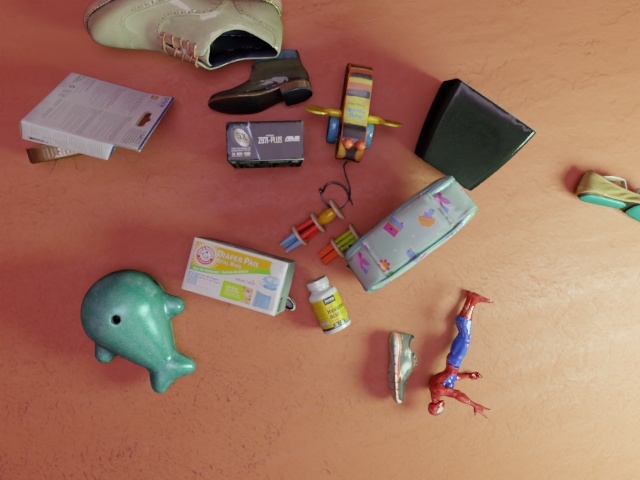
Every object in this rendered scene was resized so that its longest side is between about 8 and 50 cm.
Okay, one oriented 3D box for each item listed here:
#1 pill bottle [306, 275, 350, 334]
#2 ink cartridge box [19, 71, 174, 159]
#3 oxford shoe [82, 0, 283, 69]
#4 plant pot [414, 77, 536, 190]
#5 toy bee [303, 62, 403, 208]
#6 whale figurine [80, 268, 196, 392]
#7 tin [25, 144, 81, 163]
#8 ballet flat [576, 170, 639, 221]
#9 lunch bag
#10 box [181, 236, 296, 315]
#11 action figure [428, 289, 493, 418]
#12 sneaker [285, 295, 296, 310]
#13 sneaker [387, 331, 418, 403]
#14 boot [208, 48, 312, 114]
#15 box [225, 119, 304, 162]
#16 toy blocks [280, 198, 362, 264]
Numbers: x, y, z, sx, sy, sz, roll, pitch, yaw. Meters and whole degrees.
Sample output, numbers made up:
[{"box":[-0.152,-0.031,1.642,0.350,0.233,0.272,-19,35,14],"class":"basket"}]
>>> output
[{"box":[0.014,0.137,1.292,0.065,0.065,0.116,-25,94,-2],"class":"pill bottle"},{"box":[-0.427,-0.241,1.179,0.223,0.223,0.045,14,129,-2],"class":"ink cartridge box"},{"box":[-0.268,-0.418,1.189,0.396,0.140,0.147,-7,67,-3],"class":"oxford shoe"},{"box":[0.297,-0.211,1.246,0.187,0.188,0.167,33,103,-5],"class":"plant pot"},{"box":[0.076,-0.223,1.232,0.195,0.162,0.298,-13,93,-5],"class":"toy bee"},{"box":[-0.373,0.190,1.230,0.216,0.141,0.272,-33,95,-2],"class":"whale figurine"},{"box":[-0.498,-0.190,1.221,0.189,0.106,0.040,-11,100,-3],"class":"tin"},{"box":[0.681,-0.096,1.322,0.232,0.080,0.073,19,76,-6],"class":"ballet flat"},{"box":[0.178,-0.009,1.209,0.279,0.224,0.108,-38,83,11],"class":"lunch bag"},{"box":[-0.166,0.070,1.239,0.203,0.103,0.114,15,92,8],"class":"box"},{"box":[0.328,0.265,1.304,0.139,0.091,0.280,25,91,4],"class":"action figure"},{"box":[-0.086,0.121,1.299,0.083,0.037,0.032,35,92,-3],"class":"sneaker"},{"box":[0.185,0.279,1.315,0.064,0.061,0.158,0,93,-10],"class":"sneaker"},{"box":[-0.132,-0.335,1.268,0.219,0.082,0.106,-9,73,-2],"class":"boot"},{"box":[-0.110,-0.191,1.210,0.147,0.180,0.078,-2,93,-3],"class":"box"},{"box":[0.000,0.000,1.290,0.148,0.054,0.123,-35,105,12],"class":"toy blocks"}]
